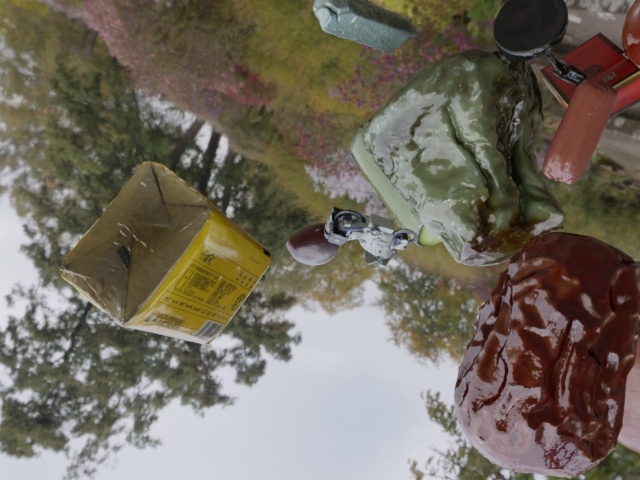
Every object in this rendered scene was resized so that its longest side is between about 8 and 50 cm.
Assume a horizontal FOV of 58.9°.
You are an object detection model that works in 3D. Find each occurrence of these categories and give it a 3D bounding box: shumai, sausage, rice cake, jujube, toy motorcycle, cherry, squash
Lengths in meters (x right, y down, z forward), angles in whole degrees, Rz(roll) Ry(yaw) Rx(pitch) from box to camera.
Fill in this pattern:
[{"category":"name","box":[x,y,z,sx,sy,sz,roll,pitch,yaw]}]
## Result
[{"category":"shumai","box":[0.289,-0.122,1.031,0.397,0.324,0.324,17,-131,-57]},{"category":"sausage","box":[0.386,-0.160,0.849,0.062,0.154,0.062,20,-168,-4]},{"category":"rice cake","box":[0.073,-0.372,0.961,0.206,0.063,0.069,-4,-118,-45]},{"category":"jujube","box":[0.220,0.108,0.543,0.155,0.230,0.155,18,-176,-1]},{"category":"toy motorcycle","box":[0.106,-0.008,1.336,0.221,0.150,0.102,18,-126,-18]},{"category":"cherry","box":[-0.007,-0.002,1.501,0.148,0.115,0.188,18,154,-16]},{"category":"squash","box":[0.286,-0.203,1.702,0.263,0.263,0.384,8,-138,-53]}]

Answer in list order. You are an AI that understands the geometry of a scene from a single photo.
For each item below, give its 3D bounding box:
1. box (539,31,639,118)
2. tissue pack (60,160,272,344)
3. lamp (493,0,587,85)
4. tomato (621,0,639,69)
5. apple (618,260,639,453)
[{"category":"box","box":[0.586,-0.345,1.222,0.074,0.153,0.240,51,-157,-29]},{"category":"tissue pack","box":[-0.306,0.048,1.223,0.228,0.293,0.382,36,175,18]},{"category":"lamp","box":[0.422,-0.339,0.982,0.371,0.109,0.130,-3,-140,-46]},{"category":"tomato","box":[0.553,-0.317,0.848,0.167,0.167,0.167,22,-169,-5]},{"category":"apple","box":[0.612,0.205,0.993,0.269,0.345,0.344,-3,172,40]}]
